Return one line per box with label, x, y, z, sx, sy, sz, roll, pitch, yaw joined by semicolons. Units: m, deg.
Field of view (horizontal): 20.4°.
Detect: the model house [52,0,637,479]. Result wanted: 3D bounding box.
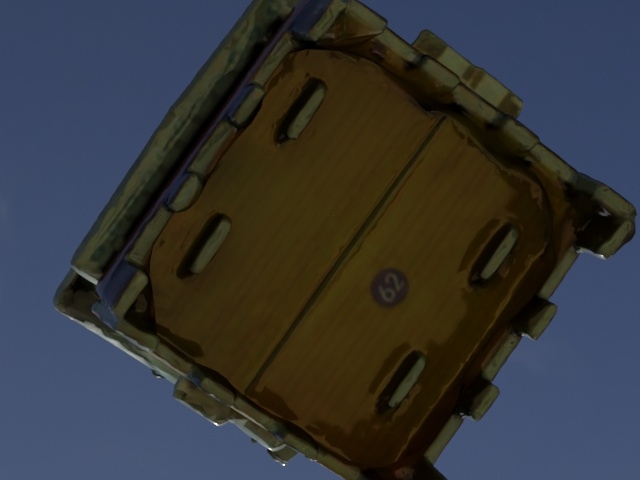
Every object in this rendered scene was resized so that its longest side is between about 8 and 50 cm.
model house;0.000;0.000;0.882;0.198;0.215;0.224;34;-91;-15
